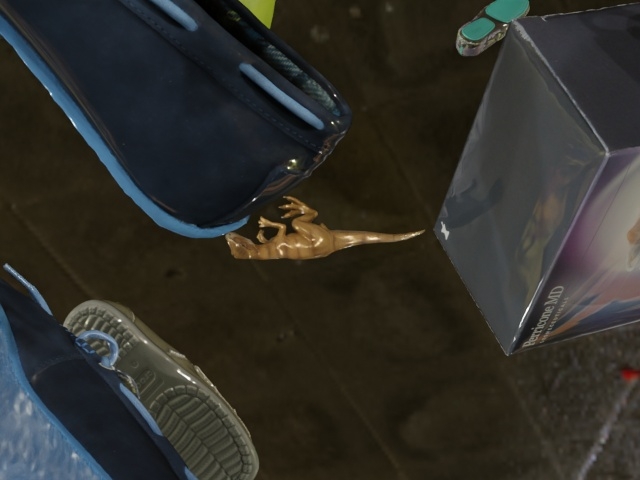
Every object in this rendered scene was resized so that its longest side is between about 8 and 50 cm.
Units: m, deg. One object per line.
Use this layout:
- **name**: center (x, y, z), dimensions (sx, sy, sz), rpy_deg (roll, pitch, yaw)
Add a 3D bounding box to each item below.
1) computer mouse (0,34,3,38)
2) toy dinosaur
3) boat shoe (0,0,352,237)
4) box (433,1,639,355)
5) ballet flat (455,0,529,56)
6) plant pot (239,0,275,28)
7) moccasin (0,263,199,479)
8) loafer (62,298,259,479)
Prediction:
- **computer mouse**: center (-0.180, -0.212, 0.649), dimensions (0.041, 0.071, 0.242), rpy_deg (16, 128, 28)
- **toy dinosaur**: center (0.000, 0.000, 1.432), dimensions (0.212, 0.112, 0.064), rpy_deg (-7, 120, -8)
- **boat shoe**: center (-0.081, -0.121, 0.443), dimensions (0.089, 0.109, 0.258), rpy_deg (-28, 122, 19)
- **box**: center (0.302, -0.065, 1.230), dimensions (0.294, 0.182, 0.296), rpy_deg (-11, 144, -21)
- **ballet flat**: center (0.186, -0.233, 1.414), dimensions (0.041, 0.114, 0.041), rpy_deg (30, 140, 30)
- **plant pot**: center (-0.180, -0.375, 1.503), dimensions (0.228, 0.227, 0.207), rpy_deg (-2, 118, -45)
- **moccasin**: center (-0.183, 0.139, 0.892), dimensions (0.117, 0.342, 0.137), rpy_deg (14, 115, -46)
- **loafer**: center (-0.152, 0.151, 1.313), dimensions (0.094, 0.087, 0.251), rpy_deg (-39, 95, 14)
